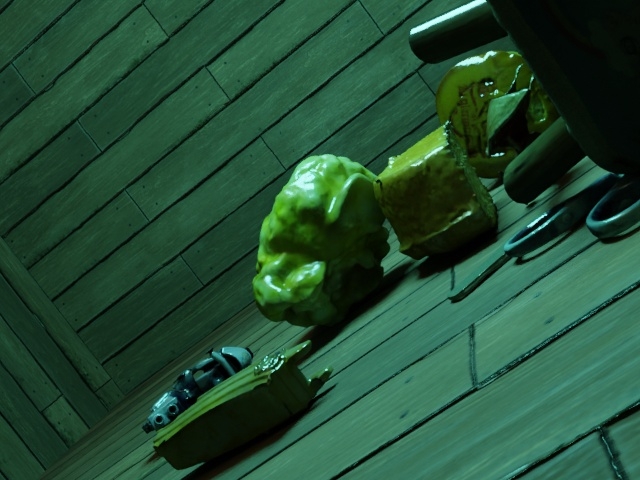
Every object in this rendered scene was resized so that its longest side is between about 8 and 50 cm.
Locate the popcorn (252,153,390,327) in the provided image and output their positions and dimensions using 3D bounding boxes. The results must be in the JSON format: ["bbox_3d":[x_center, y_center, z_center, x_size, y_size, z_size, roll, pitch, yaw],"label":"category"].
[{"bbox_3d":[-0.009,-0.001,1.518,0.293,0.334,0.292,5,-3,44],"label":"popcorn"}]

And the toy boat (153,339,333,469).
[{"bbox_3d":[-0.115,0.238,1.121,0.310,0.089,0.115,-35,12,29],"label":"toy boat"}]

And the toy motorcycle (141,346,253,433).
[{"bbox_3d":[-0.234,0.294,1.563,0.270,0.106,0.159,-34,-5,-28],"label":"toy motorcycle"}]

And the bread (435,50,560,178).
[{"bbox_3d":[0.376,-0.268,1.650,0.270,0.270,0.148,-35,-2,35],"label":"bread"}]

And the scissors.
[{"bbox_3d":[0.408,-0.106,0.950,0.383,0.029,0.256,-37,3,-16],"label":"scissors"}]

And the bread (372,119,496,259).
[{"bbox_3d":[0.192,-0.078,1.372,0.179,0.194,0.340,-28,9,16],"label":"bread"}]

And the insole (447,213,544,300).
[{"bbox_3d":[0.244,0.021,1.059,0.192,0.010,0.063,-39,3,-19],"label":"insole"}]

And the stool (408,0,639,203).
[{"bbox_3d":[0.310,-0.236,0.954,0.310,0.310,0.226,-35,2,-25],"label":"stool"}]

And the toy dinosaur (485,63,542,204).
[{"bbox_3d":[0.339,-0.177,1.226,0.112,0.327,0.207,4,62,33],"label":"toy dinosaur"}]
